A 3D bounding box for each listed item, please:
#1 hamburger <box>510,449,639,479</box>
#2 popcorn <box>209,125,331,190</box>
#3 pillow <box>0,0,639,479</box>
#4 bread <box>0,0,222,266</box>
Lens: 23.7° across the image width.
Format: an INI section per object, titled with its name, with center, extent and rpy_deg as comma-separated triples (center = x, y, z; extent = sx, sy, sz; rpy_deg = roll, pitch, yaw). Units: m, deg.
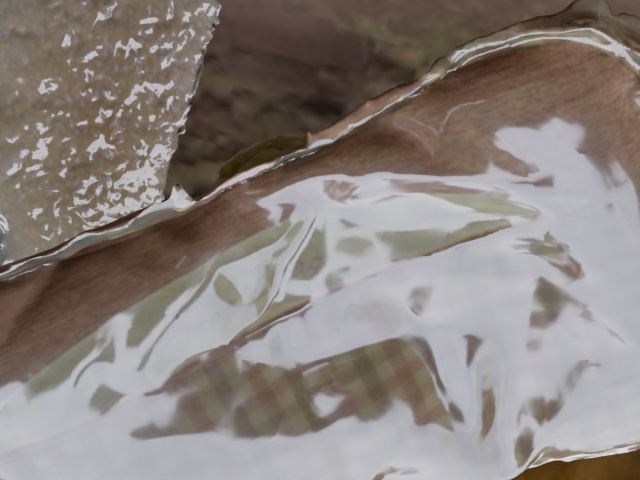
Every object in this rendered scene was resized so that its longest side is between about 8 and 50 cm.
[hamburger]
center = 0.209, 0.160, 0.804
extent = 0.284, 0.174, 0.304
rpy_deg = 52, 180, 12
[popcorn]
center = 0.001, -0.001, 1.160
extent = 0.187, 0.185, 0.167
rpy_deg = 5, 149, -38
[pillow]
center = -0.006, 0.031, 0.354
extent = 0.034, 0.211, 0.135
rpy_deg = -108, -6, -56
[bread]
center = -0.176, -0.110, 1.037
extent = 0.183, 0.337, 0.102
rpy_deg = 16, -163, -12
